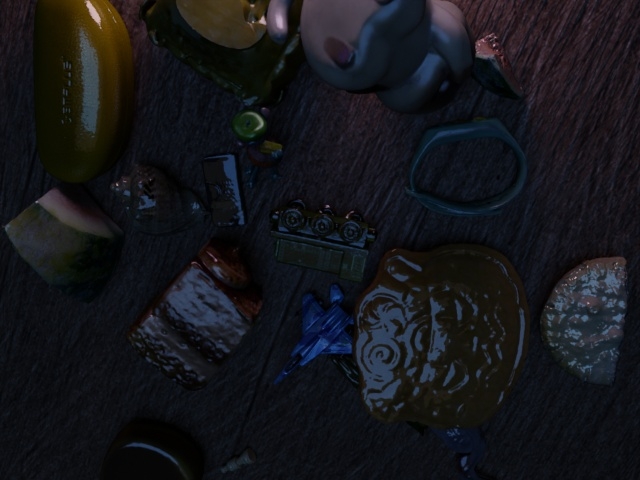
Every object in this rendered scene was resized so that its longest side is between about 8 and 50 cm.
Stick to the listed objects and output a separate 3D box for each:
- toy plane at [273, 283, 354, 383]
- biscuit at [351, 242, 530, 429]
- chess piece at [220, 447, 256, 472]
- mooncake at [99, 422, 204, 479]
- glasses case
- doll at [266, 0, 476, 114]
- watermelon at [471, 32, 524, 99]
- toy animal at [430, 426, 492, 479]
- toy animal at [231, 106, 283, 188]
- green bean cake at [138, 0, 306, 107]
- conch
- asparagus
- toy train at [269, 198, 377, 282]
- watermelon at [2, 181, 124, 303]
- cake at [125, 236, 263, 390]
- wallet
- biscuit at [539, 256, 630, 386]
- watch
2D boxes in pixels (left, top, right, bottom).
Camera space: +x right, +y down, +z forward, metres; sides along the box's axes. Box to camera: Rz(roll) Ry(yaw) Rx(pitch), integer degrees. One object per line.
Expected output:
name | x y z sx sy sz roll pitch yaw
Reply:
toy plane | -0.012 0.219 1.330 0.169 0.078 0.246 43 101 10
biscuit | 0.246 0.195 1.263 0.364 0.062 0.386 4 93 -3
chess piece | -0.200 0.529 1.472 0.092 0.035 0.035 -31 100 17
mooncake | -0.403 0.534 1.449 0.234 0.117 0.235 1 103 5
glasses case | -0.464 -0.296 1.210 0.173 0.141 0.372 7 107 3
doll | 0.121 -0.331 1.028 0.370 0.226 0.215 13 109 -39
watermelon | 0.330 -0.319 1.161 0.080 0.101 0.155 -33 110 2
toy animal | 0.313 0.418 1.358 0.195 0.090 0.325 -1 105 -1
toy animal | -0.112 -0.171 1.193 0.100 0.208 0.103 -40 73 -19
green bean cake | -0.150 -0.419 1.113 0.309 0.202 0.285 30 104 -4
conch | -0.339 -0.075 1.297 0.207 0.130 0.155 16 143 -21
asparagus | 0.139 0.326 1.360 0.287 0.080 0.080 35 106 -4
toy train | 0.000 0.000 1.274 0.225 0.090 0.137 12 110 2
watermelon | -0.549 0.004 1.289 0.193 0.232 0.310 -34 145 11
cake | -0.231 0.135 1.287 0.198 0.196 0.293 41 101 -8
wallet | -0.201 -0.104 1.301 0.082 0.018 0.157 -3 106 7
biscuit | 0.541 0.176 1.271 0.179 0.084 0.282 -5 106 7
watch | 0.282 -0.141 1.221 0.236 0.068 0.195 -8 107 4
